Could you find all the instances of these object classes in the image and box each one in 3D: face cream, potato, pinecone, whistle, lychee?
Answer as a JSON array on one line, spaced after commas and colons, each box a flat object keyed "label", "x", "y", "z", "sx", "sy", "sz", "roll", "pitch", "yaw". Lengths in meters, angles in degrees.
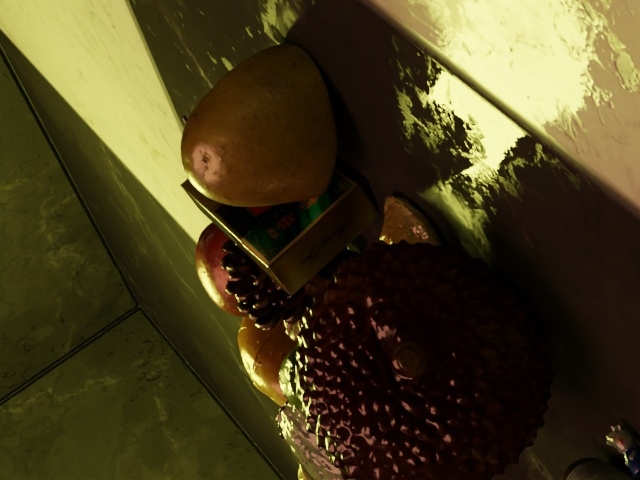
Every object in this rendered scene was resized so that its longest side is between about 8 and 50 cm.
[{"label": "face cream", "x": 0.313, "y": 0.281, "z": 1.485, "sx": 0.075, "sy": 0.075, "sz": 0.229, "roll": 58, "pitch": 173, "yaw": -13}, {"label": "potato", "x": -0.087, "y": -0.117, "z": 1.638, "sx": 0.178, "sy": 0.158, "sz": 0.203, "roll": 64, "pitch": 148, "yaw": 11}, {"label": "pinecone", "x": -0.038, "y": 0.039, "z": 1.892, "sx": 0.195, "sy": 0.179, "sz": 0.150, "roll": 32, "pitch": 173, "yaw": -18}, {"label": "whistle", "x": 0.319, "y": 0.221, "z": 1.434, "sx": 0.083, "sy": 0.029, "sz": 0.033, "roll": 52, "pitch": 141, "yaw": 27}, {"label": "lychee", "x": 0.108, "y": 0.135, "z": 1.480, "sx": 0.275, "sy": 0.276, "sz": 0.304, "roll": 52, "pitch": 178, "yaw": 13}]

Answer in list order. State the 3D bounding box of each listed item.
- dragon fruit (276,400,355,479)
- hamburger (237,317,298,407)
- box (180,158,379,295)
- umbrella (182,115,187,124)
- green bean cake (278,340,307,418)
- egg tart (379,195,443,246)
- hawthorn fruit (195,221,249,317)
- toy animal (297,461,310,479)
[{"label": "dragon fruit", "x": 0.081, "y": 0.308, "z": 2.108, "sx": 0.221, "sy": 0.204, "sz": 0.283, "roll": 46, "pitch": 165, "yaw": 30}, {"label": "hamburger", "x": -0.045, "y": 0.203, "z": 2.392, "sx": 0.283, "sy": 0.157, "sz": 0.144, "roll": 46, "pitch": 164, "yaw": 42}, {"label": "box", "x": -0.054, "y": -0.054, "z": 1.793, "sx": 0.240, "sy": 0.159, "sz": 0.071, "roll": 39, "pitch": 167, "yaw": 46}, {"label": "umbrella", "x": -0.160, "y": -0.086, "z": 2.338, "sx": 0.044, "sy": 0.044, "sz": 0.269, "roll": -16, "pitch": 112, "yaw": 44}, {"label": "green bean cake", "x": 0.074, "y": 0.172, "z": 1.789, "sx": 0.214, "sy": 0.200, "sz": 0.113, "roll": 43, "pitch": 169, "yaw": 5}, {"label": "egg tart", "x": 0.100, "y": 0.008, "z": 1.638, "sx": 0.129, "sy": 0.049, "sz": 0.129, "roll": 52, "pitch": 166, "yaw": 19}, {"label": "hawthorn fruit", "x": -0.111, "y": 0.031, "z": 2.183, "sx": 0.173, "sy": 0.173, "sz": 0.173, "roll": 51, "pitch": 166, "yaw": 17}, {"label": "toy animal", "x": 0.079, "y": 0.467, "z": 2.542, "sx": 0.226, "sy": 0.188, "sz": 0.358, "roll": 63, "pitch": 170, "yaw": 14}]
